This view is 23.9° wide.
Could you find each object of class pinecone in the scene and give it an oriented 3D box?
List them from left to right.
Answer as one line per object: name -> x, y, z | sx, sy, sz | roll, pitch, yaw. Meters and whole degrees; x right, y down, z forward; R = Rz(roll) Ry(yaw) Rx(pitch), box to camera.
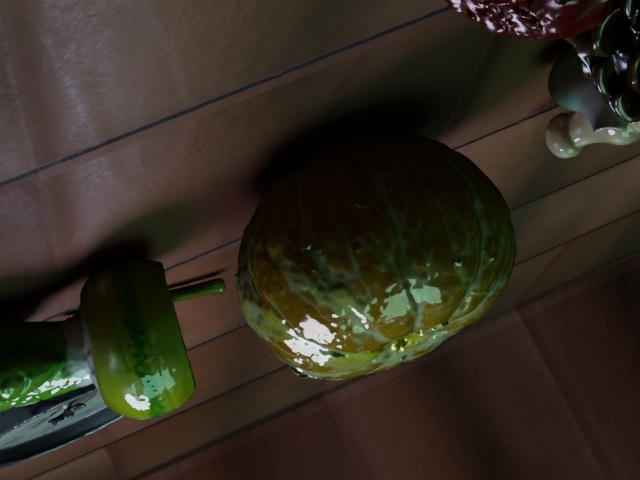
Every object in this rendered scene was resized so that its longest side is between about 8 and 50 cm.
pinecone -> 0.338, -0.204, 1.398 | 0.243, 0.257, 0.243 | -12, 159, -5

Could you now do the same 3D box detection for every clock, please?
clock -> -0.364, 0.231, 2.154 | 0.325, 0.067, 0.325 | -25, 167, -6

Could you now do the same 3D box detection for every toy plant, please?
toy plant -> -0.310, 0.139, 1.715 | 0.315, 0.185, 0.224 | -14, -176, -4

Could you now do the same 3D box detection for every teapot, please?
teapot -> 0.338, -0.195, 1.748 | 0.145, 0.092, 0.226 | -1, -161, 20

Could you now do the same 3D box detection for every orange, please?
orange -> 0.060, 0.014, 1.722 | 0.329, 0.249, 0.329 | -28, 164, -9

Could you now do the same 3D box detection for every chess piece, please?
chess piece -> 0.409, -0.186, 1.881 | 0.307, 0.139, 0.124 | -32, 151, 34

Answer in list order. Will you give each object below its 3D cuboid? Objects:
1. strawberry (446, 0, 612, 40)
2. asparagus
strawberry -> 0.139, -0.229, 1.112 | 0.233, 0.178, 0.234 | -21, 160, -8
asparagus -> -0.225, 0.081, 1.931 | 0.248, 0.024, 0.025 | -13, 155, -38
